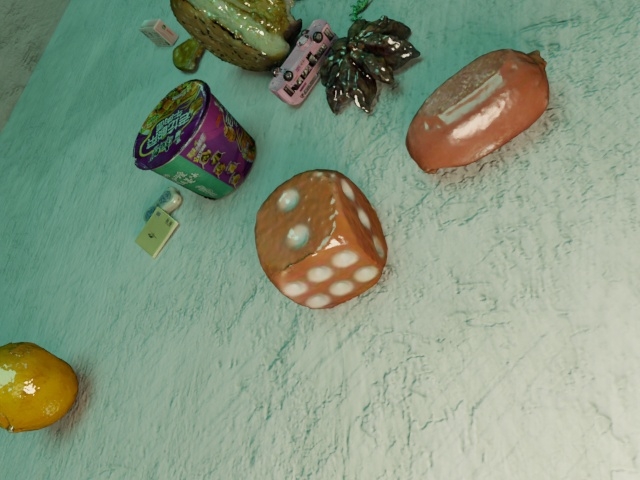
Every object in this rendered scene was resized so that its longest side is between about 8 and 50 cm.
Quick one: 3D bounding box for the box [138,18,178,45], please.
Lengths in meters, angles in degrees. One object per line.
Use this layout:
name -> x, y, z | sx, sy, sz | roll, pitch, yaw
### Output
box -> -0.568, -0.728, 1.896 | 0.125, 0.089, 0.043 | 21, 78, 43

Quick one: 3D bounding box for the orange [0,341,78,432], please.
orange -> -0.674, 0.335, 1.238 | 0.219, 0.219, 0.193 | -9, 33, 35

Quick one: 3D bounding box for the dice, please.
dice -> 0.000, 0.000, 0.929 | 0.174, 0.174, 0.179 | -26, 50, 23

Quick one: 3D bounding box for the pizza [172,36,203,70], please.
pizza -> -0.412, -0.622, 1.743 | 0.176, 0.036, 0.184 | -54, 43, -4

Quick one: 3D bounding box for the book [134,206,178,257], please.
book -> -0.416, -0.021, 1.374 | 0.077, 0.014, 0.111 | 36, 93, 24

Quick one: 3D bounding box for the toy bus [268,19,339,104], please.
toy bus -> -0.037, -0.416, 1.273 | 0.063, 0.090, 0.203 | 33, 88, 45

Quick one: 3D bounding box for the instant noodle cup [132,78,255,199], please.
instant noodle cup -> -0.287, -0.224, 1.288 | 0.251, 0.190, 0.251 | -21, 52, 29

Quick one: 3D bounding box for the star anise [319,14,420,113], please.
star anise -> 0.087, -0.388, 1.148 | 0.236, 0.109, 0.223 | 16, 71, 46

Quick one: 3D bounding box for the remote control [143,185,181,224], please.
remote control -> -0.416, -0.085, 1.420 | 0.122, 0.032, 0.074 | -46, 45, 6

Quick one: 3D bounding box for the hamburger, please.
hamburger -> -0.210, -0.566, 1.371 | 0.195, 0.318, 0.277 | -62, 13, -6

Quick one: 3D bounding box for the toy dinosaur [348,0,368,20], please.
toy dinosaur -> 0.100, -0.563, 1.301 | 0.083, 0.021, 0.062 | -12, 65, 39

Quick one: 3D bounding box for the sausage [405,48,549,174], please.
sausage -> 0.254, -0.207, 0.879 | 0.254, 0.148, 0.148 | -35, 47, 14
